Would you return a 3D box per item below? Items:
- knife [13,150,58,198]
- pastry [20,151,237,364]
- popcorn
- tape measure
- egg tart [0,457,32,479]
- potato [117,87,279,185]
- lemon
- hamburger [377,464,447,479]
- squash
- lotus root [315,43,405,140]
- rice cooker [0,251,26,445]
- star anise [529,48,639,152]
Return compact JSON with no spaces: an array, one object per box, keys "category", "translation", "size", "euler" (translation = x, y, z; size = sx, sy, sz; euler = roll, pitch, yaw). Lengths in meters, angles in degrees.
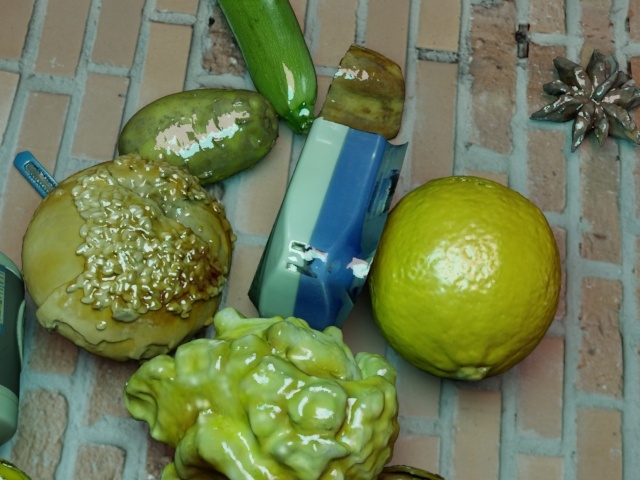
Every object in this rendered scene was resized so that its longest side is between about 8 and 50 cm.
[{"category":"knife","translation":[-0.359,-0.026,1.744],"size":[0.044,0.026,0.296],"euler":[-43,75,-8]},{"category":"pastry","translation":[-0.248,0.009,1.598],"size":[0.284,0.184,0.316],"euler":[33,43,-2]},{"category":"popcorn","translation":[-0.058,0.221,1.516],"size":[0.279,0.335,0.274],"euler":[-12,104,-45]},{"category":"tape measure","translation":[-0.001,-0.002,1.631],"size":[0.138,0.262,0.259],"euler":[22,53,-1]},{"category":"egg tart","translation":[-0.440,0.379,1.418],"size":[0.388,0.388,0.169],"euler":[14,32,2]},{"category":"potato","translation":[-0.184,-0.154,1.771],"size":[0.251,0.113,0.149],"euler":[-18,77,-1]},{"category":"lemon","translation":[0.194,0.050,1.620],"size":[0.293,0.293,0.293],"euler":[2,66,-4]},{"category":"hamburger","translation":[0.106,0.388,1.537],"size":[0.183,0.130,0.206],"euler":[23,68,9]},{"category":"squash","translation":[-0.088,-0.334,1.860],"size":[0.107,0.107,0.395],"euler":[-20,68,-13]},{"category":"lotus root","translation":[0.068,-0.233,1.836],"size":[0.135,0.095,0.159],"euler":[13,71,-2]},{"category":"rice cooker","translation":[-0.517,0.146,1.517],"size":[0.288,0.288,0.277],"euler":[-2,64,-5]},{"category":"star anise","translation":[0.431,-0.215,1.867],"size":[0.195,0.065,0.182],"euler":[40,70,9]}]
